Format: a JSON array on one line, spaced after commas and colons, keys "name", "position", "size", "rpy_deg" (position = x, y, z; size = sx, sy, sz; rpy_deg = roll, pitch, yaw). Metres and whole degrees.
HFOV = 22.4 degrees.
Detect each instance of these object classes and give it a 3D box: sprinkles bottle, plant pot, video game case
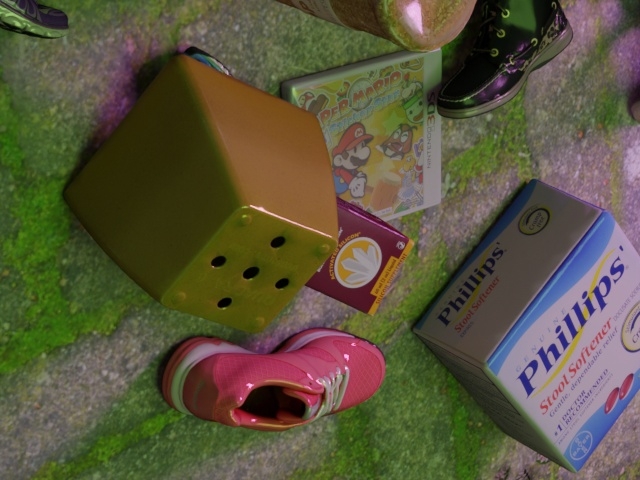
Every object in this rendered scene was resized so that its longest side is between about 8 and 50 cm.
[{"name": "sprinkles bottle", "position": [-0.001, -0.281, 1.586], "size": [0.121, 0.355, 0.121], "rpy_deg": [-16, 117, -34]}, {"name": "plant pot", "position": [-0.102, -0.029, 1.677], "size": [0.212, 0.187, 0.212], "rpy_deg": [21, 119, -42]}, {"name": "video game case", "position": [0.053, -0.112, 1.925], "size": [0.227, 0.026, 0.206], "rpy_deg": [-18, 119, -32]}]

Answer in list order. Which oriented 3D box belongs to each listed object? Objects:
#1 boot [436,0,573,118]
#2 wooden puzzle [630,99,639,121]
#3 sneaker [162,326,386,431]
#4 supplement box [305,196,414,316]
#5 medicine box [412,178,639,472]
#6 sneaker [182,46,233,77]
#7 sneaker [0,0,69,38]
[{"name": "boot", "position": [0.205, -0.270, 1.941], "size": [0.236, 0.085, 0.179], "rpy_deg": [-40, 127, -31]}, {"name": "wooden puzzle", "position": [0.623, -0.269, 2.156], "size": [0.348, 0.322, 0.080], "rpy_deg": [-24, 93, -28]}, {"name": "sneaker", "position": [-0.030, 0.183, 1.909], "size": [0.314, 0.136, 0.116], "rpy_deg": [-1, 110, -39]}, {"name": "supplement box", "position": [0.000, 0.000, 1.857], "size": [0.188, 0.081, 0.104], "rpy_deg": [25, 97, -35]}, {"name": "medicine box", "position": [0.309, 0.115, 2.147], "size": [0.263, 0.149, 0.289], "rpy_deg": [-51, 132, -10]}, {"name": "sneaker", "position": [-0.125, -0.131, 1.749], "size": [0.073, 0.063, 0.162], "rpy_deg": [-27, 123, -24]}, {"name": "sneaker", "position": [-0.306, -0.245, 1.552], "size": [0.170, 0.068, 0.071], "rpy_deg": [27, 85, -42]}]
